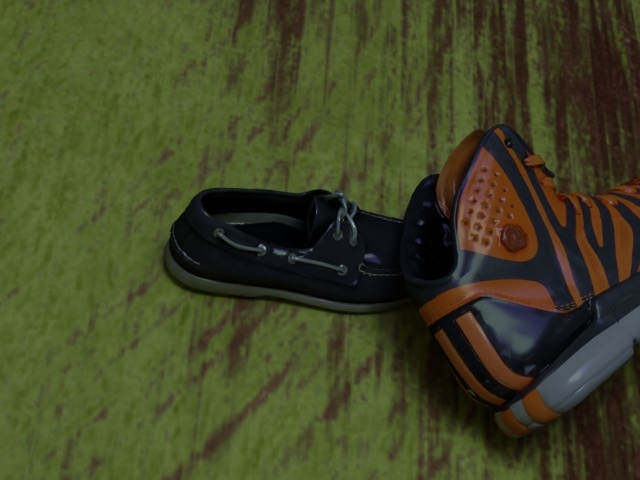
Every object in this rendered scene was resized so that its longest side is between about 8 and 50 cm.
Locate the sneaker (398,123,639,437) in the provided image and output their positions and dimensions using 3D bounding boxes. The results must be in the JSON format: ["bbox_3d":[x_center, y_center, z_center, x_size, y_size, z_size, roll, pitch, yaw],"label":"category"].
[{"bbox_3d":[0.181,-0.020,1.080,0.321,0.124,0.180,-35,86,-40],"label":"sneaker"}]

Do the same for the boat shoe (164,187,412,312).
[{"bbox_3d":[0.000,0.000,1.065,0.206,0.065,0.075,3,46,-19],"label":"boat shoe"}]
